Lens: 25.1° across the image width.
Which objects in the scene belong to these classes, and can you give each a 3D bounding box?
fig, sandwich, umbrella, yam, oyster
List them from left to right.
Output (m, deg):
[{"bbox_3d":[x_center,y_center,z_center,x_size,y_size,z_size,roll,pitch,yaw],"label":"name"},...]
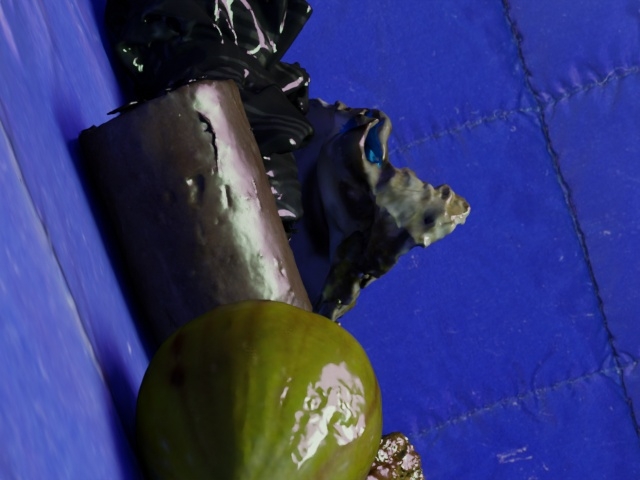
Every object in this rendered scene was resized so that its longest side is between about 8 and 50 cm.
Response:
[{"bbox_3d":[-0.053,-0.006,0.641,0.084,0.084,0.127,-104,172,-82],"label":"yam"},{"bbox_3d":[-0.035,0.090,0.501,0.166,0.093,0.093,-64,142,-48],"label":"fig"},{"bbox_3d":[-0.057,-0.086,0.853,0.336,0.128,0.154,-103,176,-56],"label":"umbrella"},{"bbox_3d":[-0.010,0.131,0.719,0.105,0.093,0.035,-18,90,-57],"label":"sandwich"},{"bbox_3d":[0.000,0.000,0.935,0.214,0.083,0.223,-58,-152,30],"label":"oyster"}]
